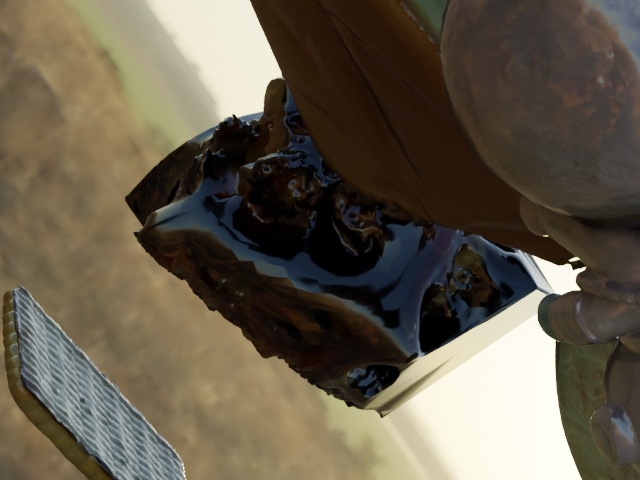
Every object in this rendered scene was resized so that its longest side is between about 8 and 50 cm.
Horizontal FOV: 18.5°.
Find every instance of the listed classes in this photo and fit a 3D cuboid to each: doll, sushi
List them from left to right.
[{"bbox_3d":[0.000,0.001,1.362,0.227,0.215,0.212,57,11,14],"label":"sushi"},{"bbox_3d":[0.152,-0.005,0.860,0.151,0.151,0.287,-125,-167,-72],"label":"doll"}]

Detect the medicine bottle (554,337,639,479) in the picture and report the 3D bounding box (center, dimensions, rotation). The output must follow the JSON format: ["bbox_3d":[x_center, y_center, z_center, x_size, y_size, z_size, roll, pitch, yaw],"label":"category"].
[{"bbox_3d":[0.206,0.100,1.068,0.147,0.147,0.143,-125,-157,-78],"label":"medicine bottle"}]

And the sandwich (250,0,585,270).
[{"bbox_3d":[0.052,-0.099,1.054,0.245,0.063,0.212,22,-36,49],"label":"sandwich"}]

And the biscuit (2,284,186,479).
[{"bbox_3d":[-0.189,0.161,1.661,0.254,0.029,0.172,52,10,-30],"label":"biscuit"}]
